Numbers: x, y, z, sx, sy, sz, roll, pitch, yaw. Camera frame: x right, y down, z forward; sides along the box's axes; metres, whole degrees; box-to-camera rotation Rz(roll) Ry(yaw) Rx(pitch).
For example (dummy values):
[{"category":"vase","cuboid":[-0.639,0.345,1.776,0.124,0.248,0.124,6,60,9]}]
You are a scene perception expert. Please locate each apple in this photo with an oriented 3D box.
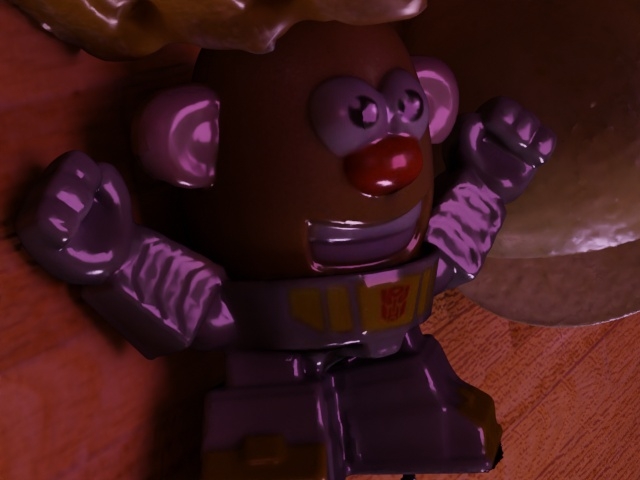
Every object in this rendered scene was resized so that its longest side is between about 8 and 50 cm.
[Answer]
[{"category":"apple","cuboid":[0.188,-0.078,1.029,0.292,0.254,0.292,-12,90,-73]}]

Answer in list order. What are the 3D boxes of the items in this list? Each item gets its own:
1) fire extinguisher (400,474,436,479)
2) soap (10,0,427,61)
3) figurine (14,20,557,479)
[{"category":"fire extinguisher","cuboid":[-0.008,0.207,0.827,0.294,0.093,0.118,-5,116,-61]},{"category":"soap","cuboid":[-0.077,-0.213,0.565,0.335,0.293,0.156,34,53,-53]},{"category":"figurine","cuboid":[-0.002,0.000,0.785,0.342,0.167,0.284,-13,100,-57]}]
